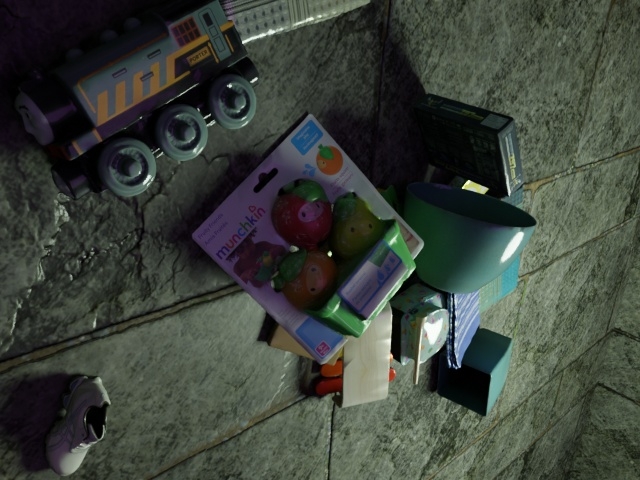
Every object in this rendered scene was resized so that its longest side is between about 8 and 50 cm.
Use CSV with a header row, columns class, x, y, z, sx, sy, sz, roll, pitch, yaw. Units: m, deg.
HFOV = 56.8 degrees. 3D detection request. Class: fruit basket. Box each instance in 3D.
class,x,y,z,sx,sy,sz,roll,pitch,yaw
fruit basket,0.000,0.000,1.093,0.327,0.165,0.353,-48,113,-18

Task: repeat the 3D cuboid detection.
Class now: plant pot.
class,x,y,z,sx,sy,sz,roll,pitch,yaw
plant pot,0.310,0.006,1.337,0.290,0.290,0.195,-6,117,-45
plant pot,0.496,0.383,1.838,0.234,0.165,0.165,-33,130,-42

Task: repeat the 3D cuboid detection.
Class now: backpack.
class,x,y,z,sx,sy,sz,roll,pitch,yaw
backpack,0.243,0.205,1.495,0.188,0.144,0.165,-34,128,-42

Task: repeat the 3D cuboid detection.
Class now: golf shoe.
class,x,y,z,sx,sy,sz,roll,pitch,yaw
golf shoe,-0.378,0.304,0.931,0.069,0.086,0.176,4,108,-49

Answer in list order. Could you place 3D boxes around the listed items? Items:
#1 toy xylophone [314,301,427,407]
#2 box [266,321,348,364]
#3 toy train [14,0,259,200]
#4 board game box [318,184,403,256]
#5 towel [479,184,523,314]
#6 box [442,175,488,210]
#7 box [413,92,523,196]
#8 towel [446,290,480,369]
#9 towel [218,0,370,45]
class,x,y,z,sx,sy,sz,roll,pitch,yaw
toy xylophone,0.119,0.257,1.377,0.236,0.081,0.322,1,111,-20
box,0.000,0.151,1.236,0.164,0.021,0.201,22,100,-24
toy train,-0.235,-0.198,0.805,0.334,0.142,0.190,-39,121,-24
board game box,0.087,-0.002,1.306,0.259,0.039,0.124,-44,136,-18
towel,0.494,0.044,1.737,0.271,0.040,0.370,-28,126,-27
box,0.352,-0.108,1.499,0.179,0.043,0.105,-51,141,14
box,0.324,-0.212,1.299,0.059,0.233,0.183,-42,134,-16
towel,0.397,0.154,1.600,0.243,0.040,0.336,-44,137,-47
towel,-0.056,-0.486,0.915,0.324,0.056,0.312,-30,125,-31
